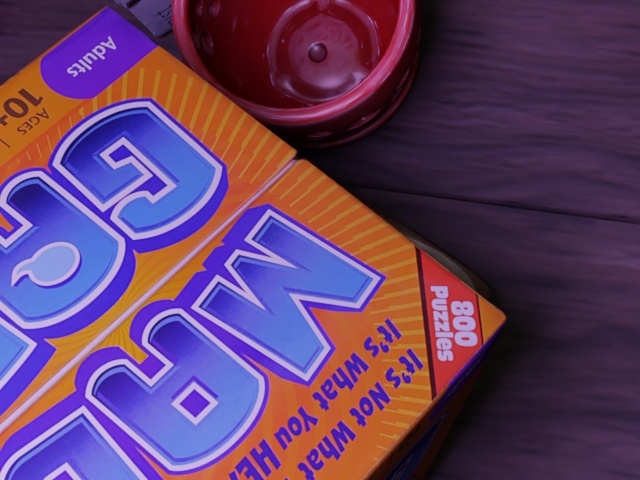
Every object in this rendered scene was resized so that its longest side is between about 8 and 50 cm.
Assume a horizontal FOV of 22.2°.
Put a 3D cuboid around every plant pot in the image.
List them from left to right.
[{"bbox_3d":[-0.007,-0.168,1.313,0.191,0.174,0.191,-2,81,11],"label":"plant pot"}]

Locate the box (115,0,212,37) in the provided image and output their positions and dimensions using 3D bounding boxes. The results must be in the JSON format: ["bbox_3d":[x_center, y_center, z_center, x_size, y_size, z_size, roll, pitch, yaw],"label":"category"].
[{"bbox_3d":[-0.101,-0.300,1.307,0.231,0.262,0.126,-33,76,6],"label":"box"}]

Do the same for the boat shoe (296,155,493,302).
[{"bbox_3d":[0.000,0.000,1.323,0.285,0.104,0.089,32,86,13],"label":"boat shoe"}]

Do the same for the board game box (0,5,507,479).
[{"bbox_3d":[-0.151,0.139,1.137,0.356,0.356,0.356,38,59,13],"label":"board game box"}]
